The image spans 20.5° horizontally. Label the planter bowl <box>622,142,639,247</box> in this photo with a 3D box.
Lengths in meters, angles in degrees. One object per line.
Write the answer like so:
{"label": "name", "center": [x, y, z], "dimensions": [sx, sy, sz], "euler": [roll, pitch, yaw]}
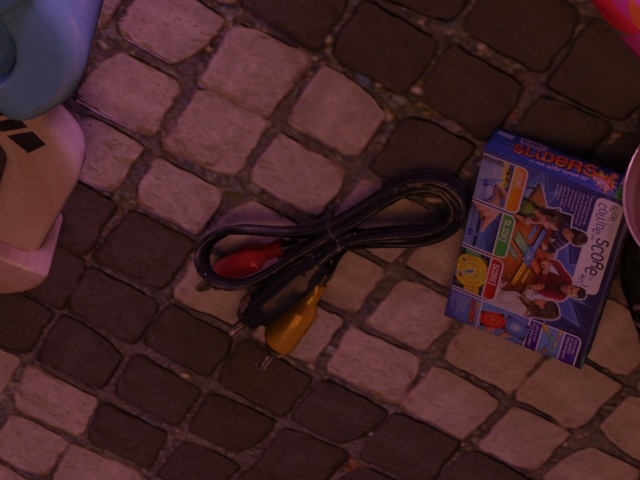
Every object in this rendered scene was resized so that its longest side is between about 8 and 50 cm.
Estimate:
{"label": "planter bowl", "center": [0.337, -0.023, 1.435], "dimensions": [0.162, 0.162, 0.109], "euler": [-10, 154, 21]}

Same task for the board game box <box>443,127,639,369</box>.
{"label": "board game box", "center": [0.192, 0.010, 1.544], "dimensions": [0.136, 0.035, 0.201], "euler": [22, 133, 13]}

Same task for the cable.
{"label": "cable", "center": [0.000, 0.000, 1.608], "dimensions": [0.287, 0.072, 0.139], "euler": [-37, 97, 22]}

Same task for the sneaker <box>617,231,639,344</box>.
{"label": "sneaker", "center": [0.313, 0.103, 1.547], "dimensions": [0.086, 0.132, 0.229], "euler": [-9, 127, 21]}

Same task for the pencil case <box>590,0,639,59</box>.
{"label": "pencil case", "center": [0.252, -0.193, 1.335], "dimensions": [0.236, 0.104, 0.104], "euler": [41, 127, -20]}

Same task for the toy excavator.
{"label": "toy excavator", "center": [-0.278, -0.154, 1.442], "dimensions": [0.433, 0.222, 0.445], "euler": [-24, 129, 31]}
